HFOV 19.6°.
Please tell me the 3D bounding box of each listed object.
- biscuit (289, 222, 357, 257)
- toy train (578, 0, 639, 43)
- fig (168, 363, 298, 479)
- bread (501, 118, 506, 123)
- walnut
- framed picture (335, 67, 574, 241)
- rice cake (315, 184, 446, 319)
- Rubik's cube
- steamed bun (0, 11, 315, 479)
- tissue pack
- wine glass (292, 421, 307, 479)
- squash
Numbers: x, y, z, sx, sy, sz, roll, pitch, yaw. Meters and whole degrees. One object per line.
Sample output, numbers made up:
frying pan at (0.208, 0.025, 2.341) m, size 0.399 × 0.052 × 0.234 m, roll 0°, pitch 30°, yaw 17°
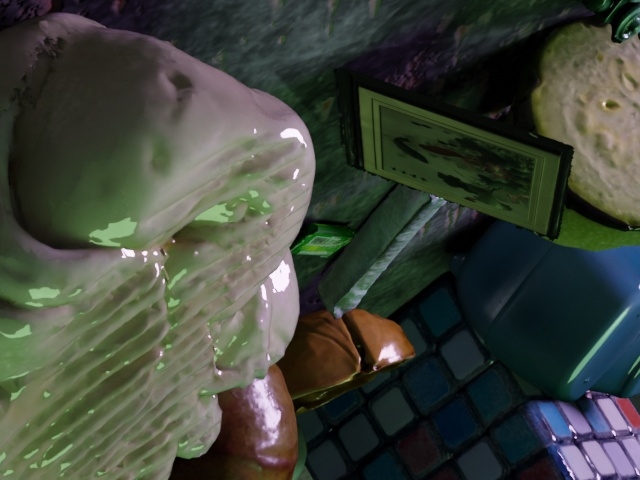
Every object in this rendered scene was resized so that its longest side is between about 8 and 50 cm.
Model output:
biscuit at (0.000, 0.000, 1.703) m, size 0.046 × 0.016 × 0.089 m, roll -38°, pitch 159°, yaw 24°
toy train at (0.281, -0.217, 1.515) m, size 0.170 × 0.071 × 0.111 m, roll -8°, pitch 143°, yaw -49°
fig at (-0.107, 0.158, 1.727) m, size 0.217 × 0.217 × 0.321 m, roll -36°, pitch 180°, yaw 15°
bread at (0.181, -0.098, 1.703) m, size 0.083 × 0.036 × 0.047 m, roll -28°, pitch 159°, yaw -16°
walnut at (-0.003, 0.118, 1.877) m, size 0.167 × 0.087 × 0.211 m, roll -20°, pitch 172°, yaw -31°
framed picture at (0.107, -0.064, 1.497) m, size 0.199 × 0.195 × 0.010 m, roll 82°, pitch 30°, yaw -69°
rice cake at (0.057, 0.002, 1.755) m, size 0.034 × 0.043 × 0.211 m, roll -8°, pitch 151°, yaw -38°
Rubik's cube at (0.182, 0.233, 2.141) m, size 0.287 × 0.292 × 0.293 m, roll -40°, pitch 161°, yaw 25°
steamed bun at (-0.178, 0.022, 1.173) m, size 0.339 × 0.247 × 0.352 m, roll -43°, pitch 148°, yaw -20°
tissue pack at (0.276, 0.050, 1.975) m, size 0.198 × 0.206 × 0.287 m, roll -54°, pitch 155°, yaw 19°
wine glass at (-0.119, 0.219, 1.909) m, size 0.231 × 0.103 × 0.103 m, roll 3°, pitch 142°, yaw -50°
squash at (0.262, -0.079, 1.595) m, size 0.220 × 0.220 × 0.133 m, roll -25°, pitch 156°, yaw -18°
